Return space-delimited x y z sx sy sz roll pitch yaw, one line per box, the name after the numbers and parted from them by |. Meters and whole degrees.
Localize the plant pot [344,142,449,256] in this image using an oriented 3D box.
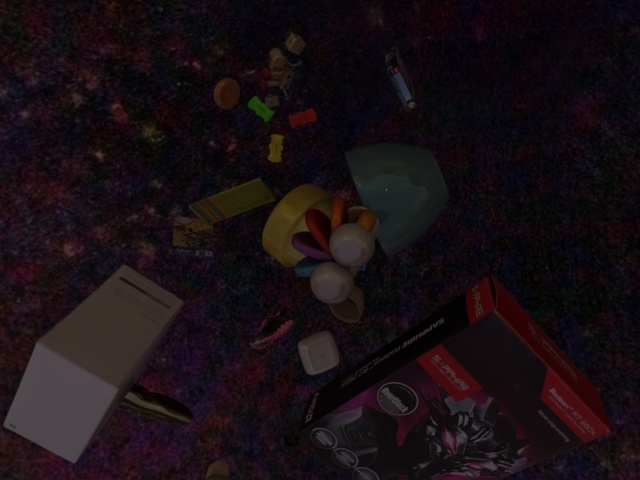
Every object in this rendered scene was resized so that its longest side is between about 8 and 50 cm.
0.206 -0.127 1.112 0.195 0.290 0.290 -22 116 11 | plant pot

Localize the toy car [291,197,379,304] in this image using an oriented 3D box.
0.018 0.010 0.774 0.136 0.159 0.182 27 112 1 | toy car

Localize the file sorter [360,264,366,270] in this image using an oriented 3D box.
0.150 0.064 1.954 0.104 0.170 0.118 14 87 -2 | file sorter

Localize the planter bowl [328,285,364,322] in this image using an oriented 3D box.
0.131 0.270 1.982 0.161 0.109 0.162 20 131 24 | planter bowl

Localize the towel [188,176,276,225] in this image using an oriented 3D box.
-0.251 -0.107 1.261 0.237 0.021 0.102 -18 145 16 | towel

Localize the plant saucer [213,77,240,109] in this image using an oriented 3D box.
-0.250 -0.396 1.193 0.013 0.083 0.084 30 133 32 | plant saucer

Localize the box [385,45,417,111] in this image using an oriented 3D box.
0.286 -0.580 1.572 0.044 0.233 0.159 -23 123 24 | box

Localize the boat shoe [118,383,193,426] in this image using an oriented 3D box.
-0.537 0.542 1.406 0.257 0.095 0.095 25 86 -1 | boat shoe

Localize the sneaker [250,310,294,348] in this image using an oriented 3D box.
-0.115 0.195 0.976 0.057 0.119 0.047 49 134 15 | sneaker

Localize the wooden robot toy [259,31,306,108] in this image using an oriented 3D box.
-0.095 -0.375 0.950 0.076 0.079 0.173 -7 148 -29 | wooden robot toy

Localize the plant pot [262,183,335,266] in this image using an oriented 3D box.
0.000 0.000 1.287 0.239 0.254 0.254 37 131 22 | plant pot

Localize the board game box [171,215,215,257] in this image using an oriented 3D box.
-0.528 -0.018 1.828 0.164 0.243 0.042 6 120 -20 | board game box

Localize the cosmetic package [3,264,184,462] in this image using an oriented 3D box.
-0.378 0.205 0.758 0.138 0.225 0.224 34 118 -6 | cosmetic package

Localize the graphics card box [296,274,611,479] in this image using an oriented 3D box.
0.171 0.248 0.644 0.233 0.094 0.371 45 117 -8 | graphics card box

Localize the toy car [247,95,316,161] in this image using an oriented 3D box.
-0.162 -0.427 1.584 0.225 0.053 0.239 41 93 -2 | toy car

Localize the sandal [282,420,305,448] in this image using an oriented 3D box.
-0.010 0.440 1.058 0.179 0.067 0.040 -29 147 -7 | sandal

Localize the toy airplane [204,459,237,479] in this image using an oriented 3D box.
-0.261 0.771 1.083 0.272 0.387 0.384 -18 162 5 | toy airplane

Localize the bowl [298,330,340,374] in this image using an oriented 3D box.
0.001 0.414 1.609 0.142 0.053 0.142 -19 95 -17 | bowl
